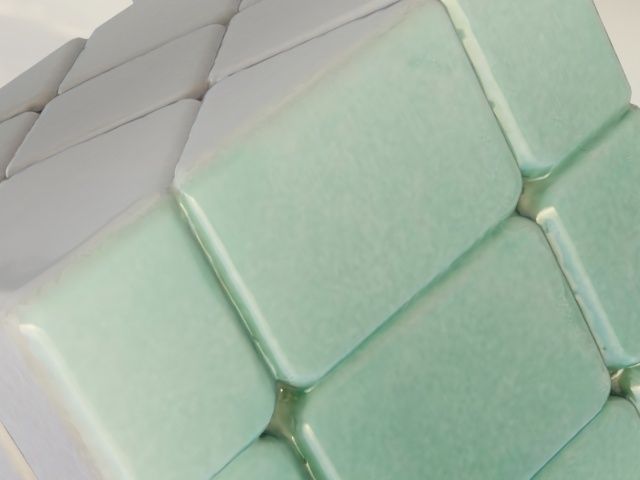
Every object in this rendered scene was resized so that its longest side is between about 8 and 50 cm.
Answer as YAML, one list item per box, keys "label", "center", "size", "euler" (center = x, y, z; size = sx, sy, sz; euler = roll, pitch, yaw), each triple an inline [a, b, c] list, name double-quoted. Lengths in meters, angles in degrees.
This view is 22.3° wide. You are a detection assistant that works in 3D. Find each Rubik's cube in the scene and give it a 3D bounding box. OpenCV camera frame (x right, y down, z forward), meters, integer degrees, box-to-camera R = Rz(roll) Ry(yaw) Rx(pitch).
- label: "Rubik's cube"
  center: [-0.026, 0.059, 0.795]
  size: [0.322, 0.316, 0.319]
  euler: [-41, -155, -28]

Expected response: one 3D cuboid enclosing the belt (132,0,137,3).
- label: "belt"
  center: [-0.070, -0.262, 1.596]
  size: [0.122, 0.217, 0.339]
  euler: [-15, 168, 23]
